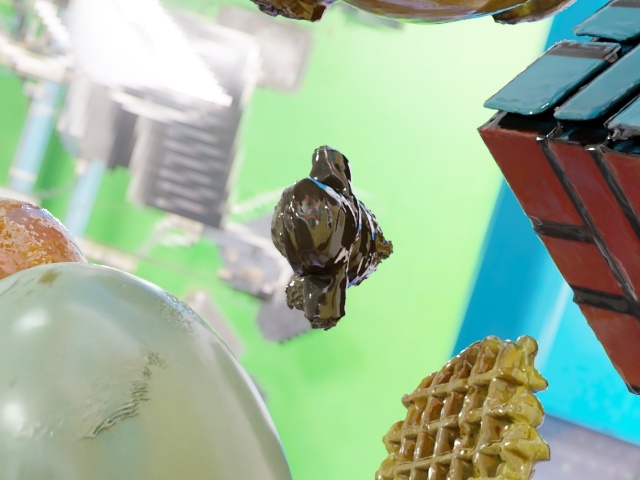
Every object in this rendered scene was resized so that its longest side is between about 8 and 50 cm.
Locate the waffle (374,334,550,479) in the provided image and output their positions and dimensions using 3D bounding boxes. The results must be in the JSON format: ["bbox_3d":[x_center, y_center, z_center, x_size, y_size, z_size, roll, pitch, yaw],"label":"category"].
[{"bbox_3d":[0.091,0.147,1.340,0.191,0.038,0.191,-48,29,39],"label":"waffle"}]

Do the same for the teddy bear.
[{"bbox_3d":[0.009,0.001,1.294,0.160,0.078,0.119,69,-157,-83],"label":"teddy bear"}]

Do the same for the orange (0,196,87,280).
[{"bbox_3d":[-0.331,0.064,2.012,0.170,0.224,0.224,-25,-46,-48],"label":"orange"}]

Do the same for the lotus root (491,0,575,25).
[{"bbox_3d":[0.219,-0.265,1.870,0.108,0.094,0.191,-21,38,62],"label":"lotus root"}]

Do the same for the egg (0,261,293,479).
[{"bbox_3d":[-0.112,0.147,1.015,0.203,0.203,0.283,-47,-47,-60],"label":"egg"}]

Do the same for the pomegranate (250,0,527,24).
[{"bbox_3d":[0.056,-0.282,1.253,0.307,0.307,0.307,18,-90,-77],"label":"pomegranate"}]

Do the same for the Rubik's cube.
[{"bbox_3d":[0.337,-0.050,1.472,0.288,0.283,0.293,-40,-66,-14],"label":"Rubik's cube"}]
